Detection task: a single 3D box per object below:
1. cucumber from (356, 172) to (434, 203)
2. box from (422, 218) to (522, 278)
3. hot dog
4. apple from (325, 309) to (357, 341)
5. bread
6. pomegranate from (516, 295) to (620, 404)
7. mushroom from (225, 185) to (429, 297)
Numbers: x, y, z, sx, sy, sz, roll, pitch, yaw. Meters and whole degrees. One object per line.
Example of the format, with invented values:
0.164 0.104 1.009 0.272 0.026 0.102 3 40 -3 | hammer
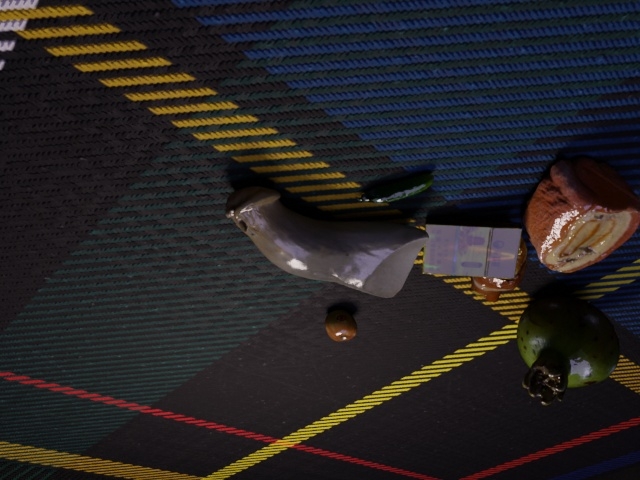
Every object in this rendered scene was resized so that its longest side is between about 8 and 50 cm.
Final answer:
0.145 -0.094 1.068 0.155 0.037 0.037 -15 139 12 | cucumber
0.315 0.018 1.162 0.193 0.030 0.121 3 117 9 | box
0.403 0.071 1.251 0.123 0.093 0.261 -9 140 5 | hot dog
0.052 0.215 1.400 0.084 0.071 0.084 -4 148 -3 | apple
0.513 -0.039 1.112 0.190 0.123 0.244 1 141 -11 | bread
0.609 0.280 1.357 0.242 0.306 0.242 8 131 9 | pomegranate
-0.001 0.000 1.096 0.397 0.126 0.177 11 127 -19 | mushroom
